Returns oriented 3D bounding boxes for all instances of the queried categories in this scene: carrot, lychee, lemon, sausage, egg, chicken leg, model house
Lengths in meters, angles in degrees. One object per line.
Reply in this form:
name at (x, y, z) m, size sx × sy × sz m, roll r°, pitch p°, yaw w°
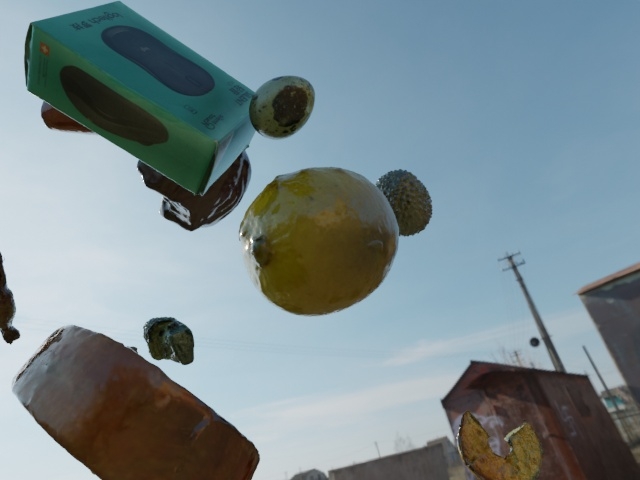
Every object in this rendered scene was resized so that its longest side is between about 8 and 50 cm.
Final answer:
carrot at (-0.211, 0.207, 0.467) m, size 0.307 × 0.100 × 0.259 m, roll 16°, pitch -42°, yaw 31°
lychee at (0.321, -0.144, 1.641) m, size 0.255 × 0.255 × 0.275 m, roll -8°, pitch -54°, yaw -9°
lemon at (0.002, 0.000, 0.710) m, size 0.260 × 0.284 × 0.261 m, roll 13°, pitch -56°, yaw 21°
sausage at (-0.598, -0.335, 1.098) m, size 0.259 × 0.114 × 0.114 m, roll 6°, pitch -29°, yaw 11°
egg at (-0.056, -0.198, 0.618) m, size 0.110 × 0.085 × 0.085 m, roll -20°, pitch -30°, yaw 29°
chicken leg at (-0.937, 0.154, 1.202) m, size 0.082 × 0.323 × 0.177 m, roll -13°, pitch 2°, yaw -33°
model house at (-0.260, 0.175, 0.722) m, size 0.066 × 0.079 × 0.083 m, roll -17°, pitch 13°, yaw -41°

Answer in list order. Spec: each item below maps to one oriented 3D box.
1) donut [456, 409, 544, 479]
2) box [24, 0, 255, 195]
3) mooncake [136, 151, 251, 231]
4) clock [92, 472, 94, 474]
donut at (0.379, 0.459, 0.898) m, size 0.181 × 0.146 × 0.078 m, roll 9°, pitch -31°, yaw 3°
box at (-0.269, -0.240, 0.684) m, size 0.311 × 0.205 × 0.118 m, roll 33°, pitch -48°, yaw -7°
mooncake at (-0.338, -0.171, 1.151) m, size 0.334 × 0.174 × 0.326 m, roll -36°, pitch -20°, yaw -53°
clock at (-0.721, 0.629, 1.341) m, size 0.096 × 0.202 × 0.144 m, roll -3°, pitch -60°, yaw -51°
